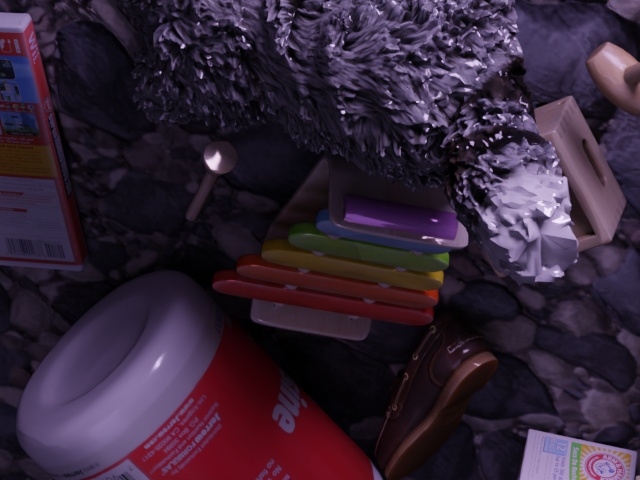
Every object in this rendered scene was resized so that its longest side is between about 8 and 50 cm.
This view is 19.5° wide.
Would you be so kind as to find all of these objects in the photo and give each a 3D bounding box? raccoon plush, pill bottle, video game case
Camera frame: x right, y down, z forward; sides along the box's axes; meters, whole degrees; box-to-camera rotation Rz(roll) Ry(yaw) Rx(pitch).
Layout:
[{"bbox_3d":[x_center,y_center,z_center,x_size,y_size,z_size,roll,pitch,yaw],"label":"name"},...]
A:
[{"bbox_3d":[-0.004,-0.120,1.361,0.299,0.446,0.216,-8,112,-2],"label":"raccoon plush"},{"bbox_3d":[-0.083,0.239,1.817,0.229,0.229,0.408,-26,118,34],"label":"pill bottle"},{"bbox_3d":[-0.339,-0.092,1.748,0.204,0.025,0.285,4,131,14],"label":"video game case"}]

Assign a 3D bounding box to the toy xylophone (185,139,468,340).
[{"bbox_3d":[0.000,0.000,1.600,0.236,0.081,0.323,7,161,-4],"label":"toy xylophone"}]

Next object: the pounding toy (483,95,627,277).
[{"bbox_3d":[0.185,-0.036,1.597,0.130,0.100,0.141,-20,111,30],"label":"pounding toy"}]

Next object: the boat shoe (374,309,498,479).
[{"bbox_3d":[0.102,0.150,1.797,0.073,0.073,0.207,51,133,23],"label":"boat shoe"}]

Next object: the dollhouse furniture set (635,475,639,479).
[{"bbox_3d":[0.373,0.249,1.749,0.129,0.129,0.184,0,129,17],"label":"dollhouse furniture set"}]

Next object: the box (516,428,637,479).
[{"bbox_3d":[0.232,0.295,1.783,0.114,0.203,0.103,11,133,6],"label":"box"}]

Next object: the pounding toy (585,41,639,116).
[{"bbox_3d":[0.347,-0.136,1.404,0.269,0.155,0.154,-29,112,35],"label":"pounding toy"}]
